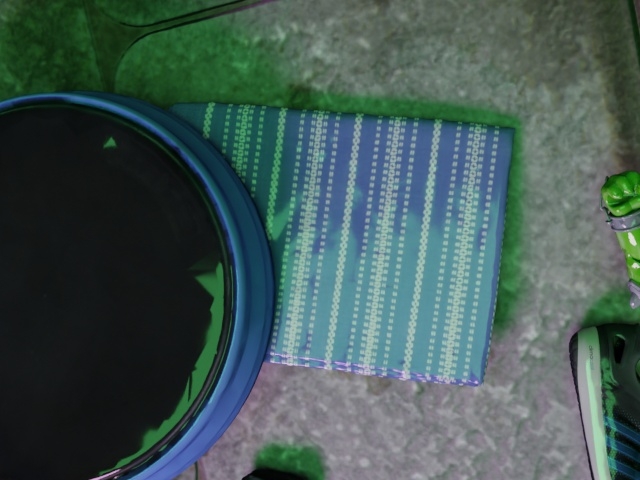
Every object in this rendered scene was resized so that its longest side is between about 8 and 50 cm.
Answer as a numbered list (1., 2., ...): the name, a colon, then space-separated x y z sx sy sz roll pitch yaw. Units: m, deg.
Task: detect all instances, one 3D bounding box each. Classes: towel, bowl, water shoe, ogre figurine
1. towel: 0.000 0.000 0.870 0.336 0.040 0.243 6 89 12
2. bowl: -0.239 0.050 0.852 0.391 0.077 0.390 -1 86 9
3. water shoe: 0.275 0.174 0.821 0.080 0.073 0.203 -10 97 13
4. ogre figurine: 0.322 0.000 0.765 0.197 0.097 0.118 -6 107 -30

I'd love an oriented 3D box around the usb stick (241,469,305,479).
1. usb stick: -0.059 0.367 0.947 0.077 0.045 0.277 10 101 11
